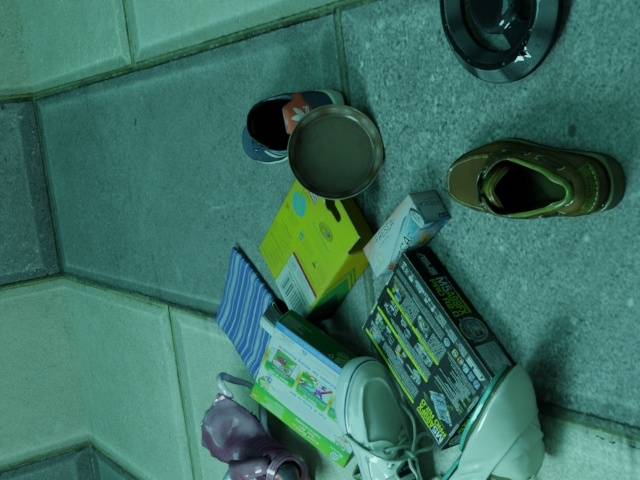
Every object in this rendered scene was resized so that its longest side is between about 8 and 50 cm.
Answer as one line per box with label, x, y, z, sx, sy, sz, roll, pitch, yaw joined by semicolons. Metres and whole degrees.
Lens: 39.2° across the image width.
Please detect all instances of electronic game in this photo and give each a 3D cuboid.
electronic game;0.246;-0.334;1.251;0.229;0.048;0.229;27;123;50

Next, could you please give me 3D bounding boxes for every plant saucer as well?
plant saucer;0.026;-0.154;1.579;0.029;0.168;0.169;119;138;-87

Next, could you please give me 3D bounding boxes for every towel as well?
towel;-0.148;0.209;2.068;0.336;0.040;0.243;50;138;37

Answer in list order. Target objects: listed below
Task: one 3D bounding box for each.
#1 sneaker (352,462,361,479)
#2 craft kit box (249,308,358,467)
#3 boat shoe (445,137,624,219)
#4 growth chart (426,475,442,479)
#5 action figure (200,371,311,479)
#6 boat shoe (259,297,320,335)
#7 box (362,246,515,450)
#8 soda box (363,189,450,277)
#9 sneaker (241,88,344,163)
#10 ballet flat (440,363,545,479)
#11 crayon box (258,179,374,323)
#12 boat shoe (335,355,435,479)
sneaker;0.100;0.445;1.695;0.064;0.086;0.192;-141;47;-71
craft kit box;-0.005;0.294;1.765;0.250;0.061;0.247;35;131;15
boat shoe;0.265;-0.086;1.250;0.307;0.104;0.111;2;102;58
growth chart;0.227;0.537;1.601;0.237;0.021;0.172;62;145;27
action figure;-0.109;0.486;2.012;0.370;0.248;0.276;13;84;57
boat shoe;-0.035;0.191;1.856;0.228;0.080;0.076;35;106;42
box;0.190;0.180;1.503;0.270;0.060;0.216;57;143;31
soda box;0.142;-0.010;1.516;0.063;0.058;0.183;64;146;21
sneaker;-0.098;-0.220;1.740;0.350;0.148;0.131;-13;89;59
ballet flat;0.272;0.343;1.387;0.139;0.139;0.400;54;145;34
crayon box;0.000;0.000;1.723;0.202;0.081;0.318;62;146;23
boat shoe;0.129;0.385;1.562;0.156;0.135;0.367;3;104;61
